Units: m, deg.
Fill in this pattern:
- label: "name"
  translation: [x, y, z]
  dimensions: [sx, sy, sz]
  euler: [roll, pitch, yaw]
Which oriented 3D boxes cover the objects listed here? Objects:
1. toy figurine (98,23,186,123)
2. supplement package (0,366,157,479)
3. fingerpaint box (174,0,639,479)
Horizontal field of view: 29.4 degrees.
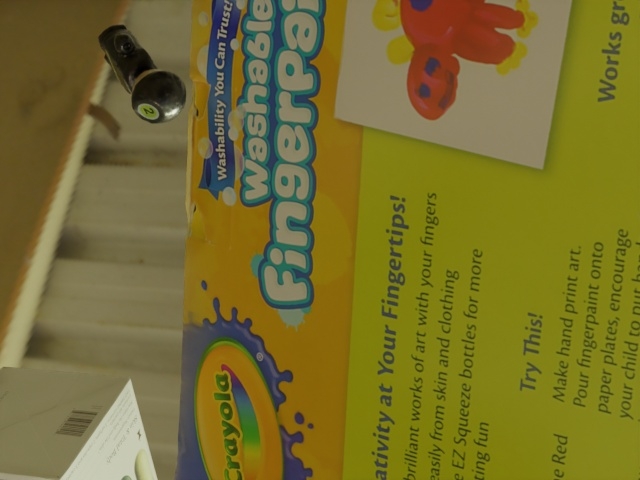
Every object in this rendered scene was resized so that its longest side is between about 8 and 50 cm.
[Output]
- label: "toy figurine"
  translation: [-0.111, -0.221, 1.313]
  dimensions: [0.209, 0.213, 0.148]
  euler: [-60, -137, 20]
- label: "supplement package"
  translation: [-0.342, 0.331, 1.569]
  dimensions: [0.198, 0.263, 0.199]
  euler: [2, -148, 19]
- label: "fingerpaint box"
  translation: [0.114, -0.026, 0.661]
  dimensions: [0.371, 0.163, 0.445]
  euler: [12, -74, 32]
